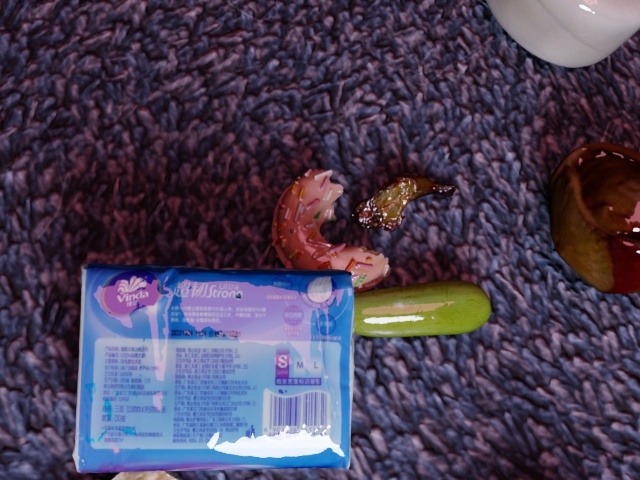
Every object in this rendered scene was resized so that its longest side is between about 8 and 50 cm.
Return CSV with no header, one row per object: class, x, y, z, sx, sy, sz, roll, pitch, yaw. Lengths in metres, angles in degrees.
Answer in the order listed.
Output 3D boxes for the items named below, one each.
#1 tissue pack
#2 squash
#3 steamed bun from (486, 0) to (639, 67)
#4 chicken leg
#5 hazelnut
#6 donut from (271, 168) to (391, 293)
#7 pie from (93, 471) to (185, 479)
tissue pack,-0.103,0.125,0.757,0.263,0.146,0.198,2,87,-7
squash,0.106,0.081,0.870,0.201,0.066,0.066,-1,72,-9
steamed bun,0.331,-0.359,1.017,0.164,0.146,0.241,-28,79,-23
chicken leg,0.106,-0.054,0.930,0.145,0.037,0.062,-29,101,-18
hazelnut,0.366,-0.031,0.903,0.170,0.160,0.201,7,64,-37
donut,0.000,0.000,0.875,0.117,0.065,0.166,-37,80,-21
pie,-0.197,0.336,0.728,0.218,0.052,0.185,-40,81,-23
